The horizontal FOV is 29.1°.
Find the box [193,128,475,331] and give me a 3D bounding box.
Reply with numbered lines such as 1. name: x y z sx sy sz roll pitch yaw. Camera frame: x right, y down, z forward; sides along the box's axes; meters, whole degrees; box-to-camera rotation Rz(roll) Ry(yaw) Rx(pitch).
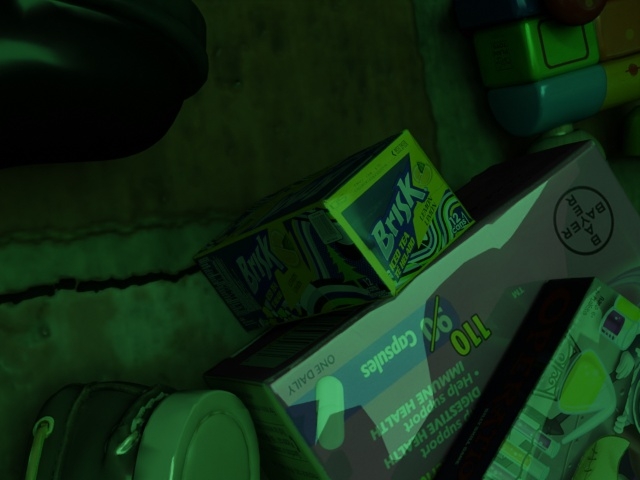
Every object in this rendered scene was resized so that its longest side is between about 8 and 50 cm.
1. box: 0.000 0.000 0.603 0.059 0.169 0.054 -42 100 -25

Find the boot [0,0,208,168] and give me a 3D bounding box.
1. boot: -0.210 0.014 0.515 0.348 0.131 0.260 -3 76 -16

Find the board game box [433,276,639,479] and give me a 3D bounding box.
1. board game box: 0.109 0.215 0.559 0.208 0.056 0.347 36 75 -17

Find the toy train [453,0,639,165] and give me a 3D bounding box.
1. toy train: 0.208 -0.117 0.770 0.248 0.105 0.143 -18 100 -28

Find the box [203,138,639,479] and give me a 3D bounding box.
1. box: 0.100 0.109 0.648 0.213 0.117 0.243 -35 98 -18

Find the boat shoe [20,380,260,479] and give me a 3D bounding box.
1. boat shoe: -0.104 0.225 0.557 0.116 0.097 0.324 25 70 -64
